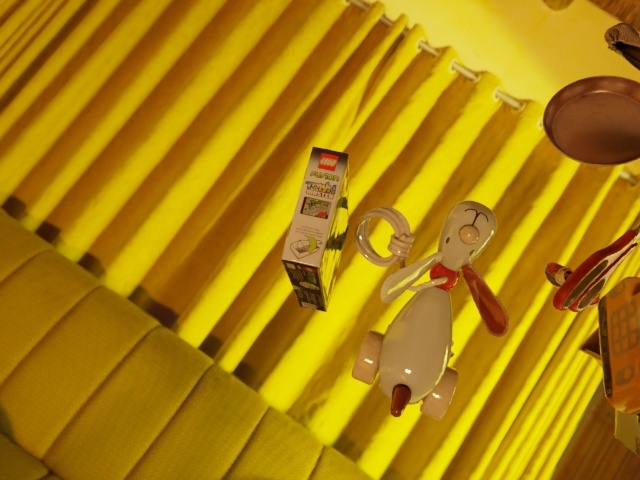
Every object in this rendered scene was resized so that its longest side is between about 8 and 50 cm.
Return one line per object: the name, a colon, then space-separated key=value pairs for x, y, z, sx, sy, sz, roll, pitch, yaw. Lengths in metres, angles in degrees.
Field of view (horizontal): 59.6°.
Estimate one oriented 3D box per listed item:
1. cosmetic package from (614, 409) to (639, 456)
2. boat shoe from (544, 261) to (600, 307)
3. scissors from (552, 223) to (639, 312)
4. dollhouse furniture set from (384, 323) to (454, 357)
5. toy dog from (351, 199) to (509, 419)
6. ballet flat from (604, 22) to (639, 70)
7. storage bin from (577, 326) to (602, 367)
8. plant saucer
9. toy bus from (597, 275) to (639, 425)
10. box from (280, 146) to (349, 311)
cosmetic package: x=0.569 y=0.250 z=0.814 sx=0.238 sy=0.127 sz=0.107 roll=4 pitch=-1 yaw=8
boat shoe: x=0.473 y=0.074 z=1.055 sx=0.043 sy=0.049 sz=0.137 roll=62 pitch=-2 yaw=-31
scissors: x=0.431 y=-0.010 z=0.759 sx=0.109 sy=0.297 sz=0.021 roll=29 pitch=15 yaw=-47
dollhouse furniture set: x=0.159 y=0.180 z=0.920 sx=0.114 sy=0.091 sz=0.081 roll=34 pitch=-48 yaw=4
toy dog: x=0.147 y=0.115 z=0.788 sx=0.220 sy=0.333 sz=0.161 roll=1 pitch=13 yaw=12
ballet flat: x=0.747 y=-0.404 z=1.262 sx=0.250 sy=0.058 sz=0.084 roll=48 pitch=-24 yaw=19
storage bin: x=0.746 y=0.214 z=1.170 sx=0.123 sy=0.262 sz=0.260 roll=45 pitch=-3 yaw=-16
plant saucer: x=0.424 y=-0.176 z=0.841 sx=0.168 sy=0.168 sz=0.029 roll=30 pitch=-14 yaw=28
toy bus: x=0.394 y=0.112 z=0.422 sx=0.333 sy=0.108 sz=0.130 roll=19 pitch=-35 yaw=-3
box: x=0.000 y=0.000 z=0.590 sx=0.036 sy=0.114 sz=0.207 roll=13 pitch=-16 yaw=7
